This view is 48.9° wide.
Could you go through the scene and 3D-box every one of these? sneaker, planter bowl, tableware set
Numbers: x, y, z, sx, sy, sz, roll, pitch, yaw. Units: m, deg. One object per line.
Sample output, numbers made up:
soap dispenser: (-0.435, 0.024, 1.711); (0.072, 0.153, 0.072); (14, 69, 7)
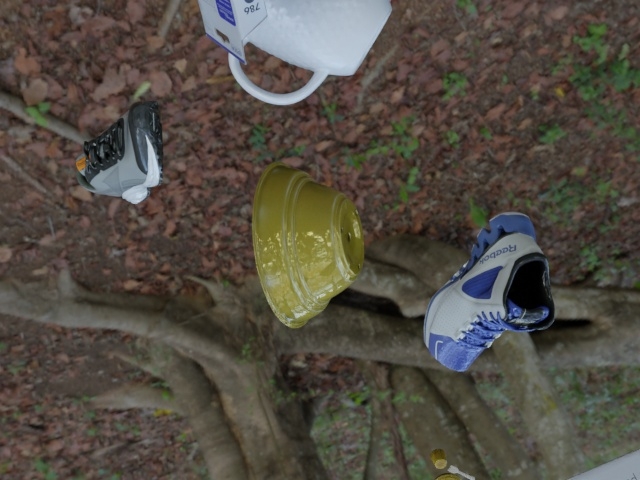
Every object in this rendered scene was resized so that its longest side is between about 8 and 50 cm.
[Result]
sneaker: (0.301, 0.120, 1.239); (0.128, 0.182, 0.315); (17, 115, -18)
planter bowl: (0.000, 0.000, 0.899); (0.090, 0.217, 0.217); (-7, 158, 21)
tableware set: (0.136, 0.362, 1.003); (0.104, 0.024, 0.154); (31, 105, -15)
sneaker: (-0.283, -0.116, 0.992); (0.108, 0.100, 0.271); (2, 165, -25)

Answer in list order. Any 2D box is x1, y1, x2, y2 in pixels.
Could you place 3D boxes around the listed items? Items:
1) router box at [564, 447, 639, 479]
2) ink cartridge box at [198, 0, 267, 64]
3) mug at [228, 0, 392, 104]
router box: (0.294, 0.347, 0.602); (0.082, 0.301, 0.335); (9, 141, -44)
ink cartridge box: (-0.169, -0.471, 1.152); (0.065, 0.165, 0.332); (-28, 136, -20)
mug: (-0.050, -0.476, 1.533); (0.374, 0.328, 0.276); (-59, -178, 2)
